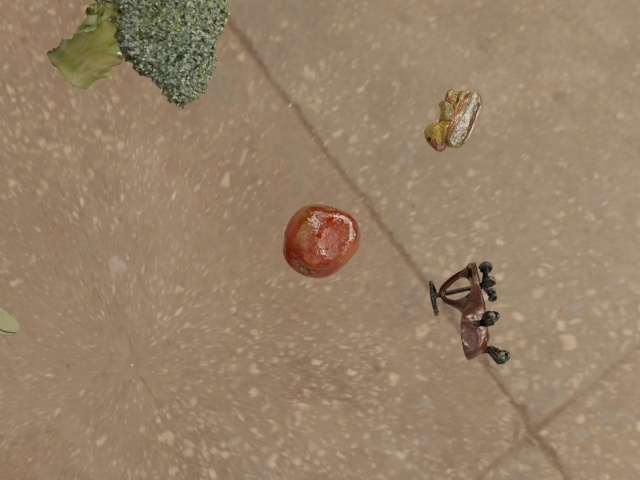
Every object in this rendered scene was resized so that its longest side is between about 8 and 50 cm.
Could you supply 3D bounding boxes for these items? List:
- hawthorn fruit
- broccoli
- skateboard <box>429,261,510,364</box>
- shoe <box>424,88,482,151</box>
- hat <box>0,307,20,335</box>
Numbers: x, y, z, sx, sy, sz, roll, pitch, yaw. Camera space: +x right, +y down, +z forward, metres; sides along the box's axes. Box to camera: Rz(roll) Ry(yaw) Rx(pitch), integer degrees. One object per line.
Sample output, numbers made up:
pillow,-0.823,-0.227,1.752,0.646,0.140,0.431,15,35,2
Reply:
hawthorn fruit,0.000,0.000,1.401,0.128,0.128,0.128,2,82,-12
broccoli,-0.288,-0.304,1.392,0.252,0.361,0.221,20,69,-14
skateboard,0.167,0.079,1.042,0.080,0.151,0.067,-14,120,13
shoe,0.217,-0.196,1.479,0.072,0.069,0.109,6,107,-43
hat,-0.349,0.039,0.864,0.166,0.122,0.081,49,59,-43
